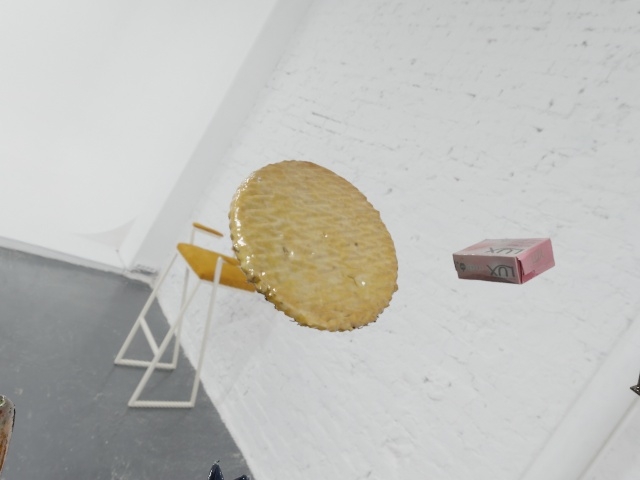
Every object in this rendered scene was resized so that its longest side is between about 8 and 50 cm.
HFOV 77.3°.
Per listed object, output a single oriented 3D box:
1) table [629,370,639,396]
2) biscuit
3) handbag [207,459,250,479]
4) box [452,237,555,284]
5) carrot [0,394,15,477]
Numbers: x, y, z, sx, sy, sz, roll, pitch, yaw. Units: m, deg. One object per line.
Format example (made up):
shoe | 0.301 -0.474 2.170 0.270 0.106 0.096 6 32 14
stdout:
table | 0.667 0.202 0.658 0.169 0.192 0.172 -12 23 -10
biscuit | 0.000 0.000 0.526 0.254 0.035 0.253 18 54 -26
handbag | -0.312 0.808 1.052 0.122 0.303 0.329 23 32 -1
box | 0.345 0.037 0.766 0.112 0.059 0.156 -21 8 -28
carrot | -0.472 0.300 0.566 0.055 0.161 0.055 10 4 -1
